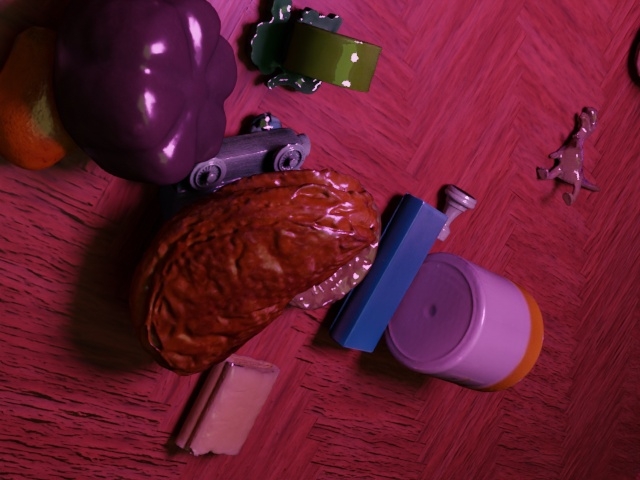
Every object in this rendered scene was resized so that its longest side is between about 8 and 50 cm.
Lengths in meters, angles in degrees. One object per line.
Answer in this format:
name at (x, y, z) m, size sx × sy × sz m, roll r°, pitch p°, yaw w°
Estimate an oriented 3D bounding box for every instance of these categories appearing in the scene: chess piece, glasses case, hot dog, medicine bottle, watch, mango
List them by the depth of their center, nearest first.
mango at (-0.331, -0.164, 0.867) m, size 0.115 × 0.089 × 0.165 m, roll 23°, pitch 94°, yaw -34°
watch at (-0.004, -0.260, 1.033) m, size 0.165 × 0.152 × 0.131 m, roll 5°, pitch 112°, yaw -42°
hot dog at (-0.099, 0.028, 1.034) m, size 0.387 × 0.174 × 0.267 m, roll -38°, pitch 162°, yaw 15°
glasses case at (0.120, 0.060, 1.352) m, size 0.117 × 0.070 × 0.301 m, roll 24°, pitch 98°, yaw -56°
chess piece at (0.251, -0.051, 1.411) m, size 0.067 × 0.067 × 0.103 m, roll 17°, pitch 110°, yaw -43°
medicine bottle at (0.277, 0.163, 1.422) m, size 0.232 × 0.238 × 0.238 m, roll 23°, pitch 97°, yaw -42°

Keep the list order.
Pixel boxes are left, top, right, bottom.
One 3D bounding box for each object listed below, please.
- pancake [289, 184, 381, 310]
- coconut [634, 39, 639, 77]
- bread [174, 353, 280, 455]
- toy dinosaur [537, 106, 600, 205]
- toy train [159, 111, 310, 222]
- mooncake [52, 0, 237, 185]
pancake at (0.000, 0.000, 1.245) m, size 0.242 × 0.050 × 0.242 m, roll -11°, pitch 109°, yaw -34°
coconut at (0.804, -0.399, 1.559) m, size 0.202 × 0.222 × 0.202 m, roll -14°, pitch 121°, yaw -26°
bread at (-0.156, 0.287, 1.259) m, size 0.139 × 0.060 × 0.178 m, roll 18°, pitch 100°, yaw -43°
toy dinosaur at (0.574, -0.155, 1.611) m, size 0.200 × 0.072 × 0.251 m, roll -42°, pitch 123°, yaw -27°
toy train at (-0.129, -0.093, 1.068) m, size 0.248 × 0.101 × 0.159 m, roll -14°, pitch 136°, yaw -33°
mooncake at (-0.203, -0.190, 0.876) m, size 0.245 × 0.133 × 0.245 m, roll 12°, pitch 90°, yaw -71°
